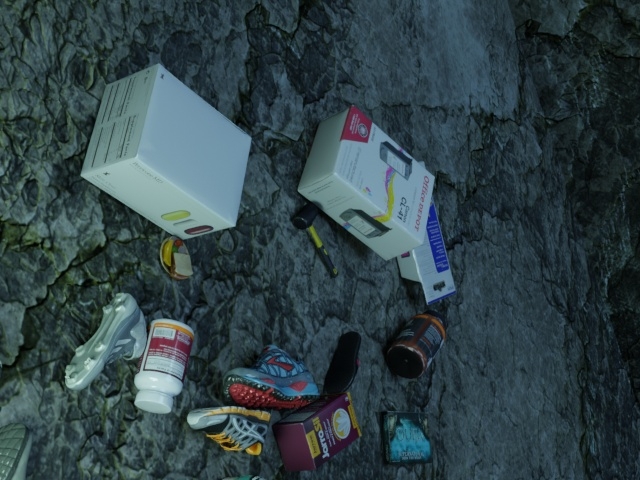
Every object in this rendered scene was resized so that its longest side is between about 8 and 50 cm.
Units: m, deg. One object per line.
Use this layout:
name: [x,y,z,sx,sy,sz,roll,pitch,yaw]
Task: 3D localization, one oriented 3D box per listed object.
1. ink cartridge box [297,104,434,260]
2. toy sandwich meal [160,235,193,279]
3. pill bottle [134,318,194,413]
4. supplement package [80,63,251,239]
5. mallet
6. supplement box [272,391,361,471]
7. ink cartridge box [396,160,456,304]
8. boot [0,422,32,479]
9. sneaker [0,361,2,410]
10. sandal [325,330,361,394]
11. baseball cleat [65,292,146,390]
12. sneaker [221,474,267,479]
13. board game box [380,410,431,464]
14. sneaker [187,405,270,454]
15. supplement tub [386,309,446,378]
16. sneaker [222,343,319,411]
ink cartridge box: [0.116,-0.135,2.289,0.306,0.131,0.226,36,50,-27]
toy sandwich meal: [-0.269,0.032,1.823,0.085,0.029,0.085,23,61,-49]
pill bottle: [-0.278,0.221,1.699,0.086,0.086,0.152,39,50,-42]
supplement package: [-0.275,-0.155,1.777,0.262,0.145,0.204,36,51,-42]
mallet: [0.000,0.000,2.211,0.189,0.039,0.062,58,42,-31]
supplement box: [-0.005,0.399,2.026,0.188,0.081,0.104,-22,97,-55]
ink cartridge box: [0.255,-0.021,2.546,0.176,0.069,0.371,-14,88,-56]
boot: [-0.446,0.406,1.423,0.161,0.083,0.246,42,52,-48]
sneaker: [-0.515,0.168,1.396,0.106,0.078,0.234,-11,91,-58]
sandal: [0.060,0.283,2.174,0.040,0.067,0.179,64,33,-37]
baseball cleat: [-0.348,0.186,1.626,0.109,0.072,0.206,59,42,-34]
sneaker: [-0.126,0.581,1.759,0.108,0.121,0.302,15,67,-52]
board game box: [0.208,0.478,2.347,0.186,0.026,0.126,15,68,-52]
sneaker: [-0.167,0.355,1.815,0.215,0.084,0.083,21,67,-51]
supplement tub: [0.248,0.252,2.408,0.198,0.106,0.106,-45,115,-50]
sneaker: [-0.112,0.270,1.930,0.262,0.104,0.125,22,44,-54]
